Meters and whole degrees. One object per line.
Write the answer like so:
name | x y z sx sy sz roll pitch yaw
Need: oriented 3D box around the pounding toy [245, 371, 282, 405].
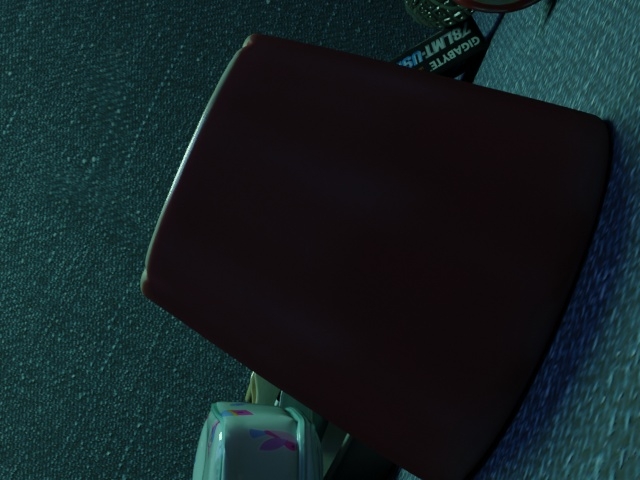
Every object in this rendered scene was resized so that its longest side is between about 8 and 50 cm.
pounding toy | -0.015 0.210 1.625 0.155 0.154 0.270 116 158 -73

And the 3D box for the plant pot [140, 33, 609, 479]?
plant pot | 0.027 -0.005 0.870 0.275 0.243 0.275 -157 90 -90

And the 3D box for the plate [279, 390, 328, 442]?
plate | 0.017 0.175 1.394 0.188 0.024 0.188 -15 -73 -56

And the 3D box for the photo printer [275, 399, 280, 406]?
photo printer | 0.001 0.188 1.835 0.256 0.107 0.307 -67 0 -61

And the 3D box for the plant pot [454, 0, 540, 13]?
plant pot | 0.204 -0.360 1.453 0.174 0.191 0.191 -81 12 -52

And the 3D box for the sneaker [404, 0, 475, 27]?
sneaker | 0.254 -0.439 2.020 0.286 0.109 0.130 -35 7 33

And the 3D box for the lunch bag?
lunch bag | -0.061 0.290 1.153 0.224 0.108 0.279 163 111 -80

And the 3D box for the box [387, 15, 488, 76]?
box | 0.125 -0.264 2.185 0.293 0.073 0.295 -31 1 -3

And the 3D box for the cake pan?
cake pan | 0.068 0.123 1.242 0.293 0.054 0.293 -157 90 -89
